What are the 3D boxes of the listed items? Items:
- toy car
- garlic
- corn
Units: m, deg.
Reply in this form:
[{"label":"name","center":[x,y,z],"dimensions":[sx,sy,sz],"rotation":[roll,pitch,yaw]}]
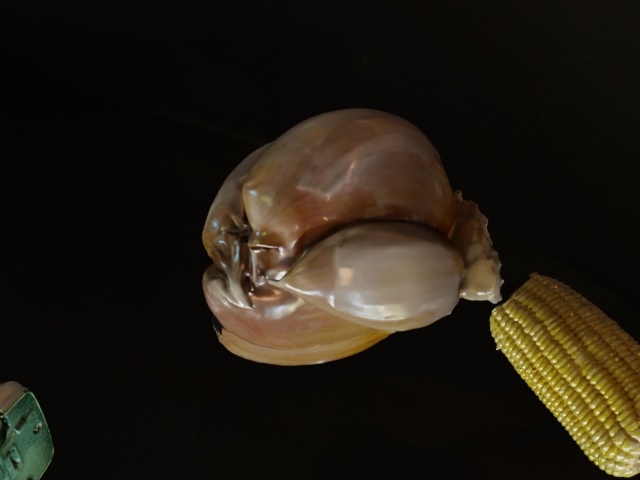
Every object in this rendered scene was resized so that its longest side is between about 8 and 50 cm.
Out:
[{"label":"toy car","center":[-0.275,0.189,0.847],"dimensions":[0.076,0.090,0.224],"rotation":[23,52,27]},{"label":"garlic","center":[0.000,0.000,0.892],"dimensions":[0.191,0.214,0.160],"rotation":[6,77,-28]},{"label":"corn","center":[0.196,0.097,0.934],"dimensions":[0.085,0.063,0.165],"rotation":[-48,57,8]}]
